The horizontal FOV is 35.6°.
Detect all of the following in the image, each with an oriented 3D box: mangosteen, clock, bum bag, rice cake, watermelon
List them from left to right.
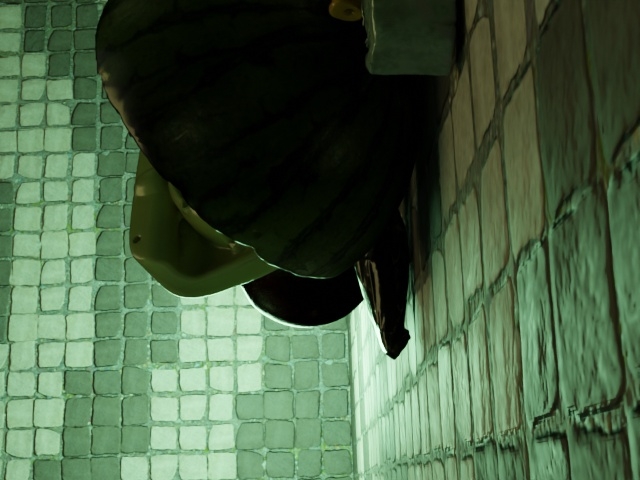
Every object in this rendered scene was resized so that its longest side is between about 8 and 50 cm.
[{"bbox_3d":[-0.075,-0.098,1.282,0.117,0.348,0.286,49,-152,-42],"label":"clock"},{"bbox_3d":[-0.027,-0.149,0.878,0.331,0.189,0.331,42,-160,-19],"label":"watermelon"},{"bbox_3d":[0.000,0.000,1.389,0.289,0.231,0.232,-20,68,55],"label":"mangosteen"},{"bbox_3d":[0.059,0.002,1.048,0.102,0.069,0.248,152,116,-72],"label":"bum bag"},{"bbox_3d":[0.056,-0.278,0.665,0.063,0.066,0.337,-111,18,-86],"label":"rice cake"}]

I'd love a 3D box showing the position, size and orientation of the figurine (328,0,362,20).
[{"bbox_3d":[0.020,-0.290,0.777,0.175,0.115,0.240,136,149,-60],"label":"figurine"}]
